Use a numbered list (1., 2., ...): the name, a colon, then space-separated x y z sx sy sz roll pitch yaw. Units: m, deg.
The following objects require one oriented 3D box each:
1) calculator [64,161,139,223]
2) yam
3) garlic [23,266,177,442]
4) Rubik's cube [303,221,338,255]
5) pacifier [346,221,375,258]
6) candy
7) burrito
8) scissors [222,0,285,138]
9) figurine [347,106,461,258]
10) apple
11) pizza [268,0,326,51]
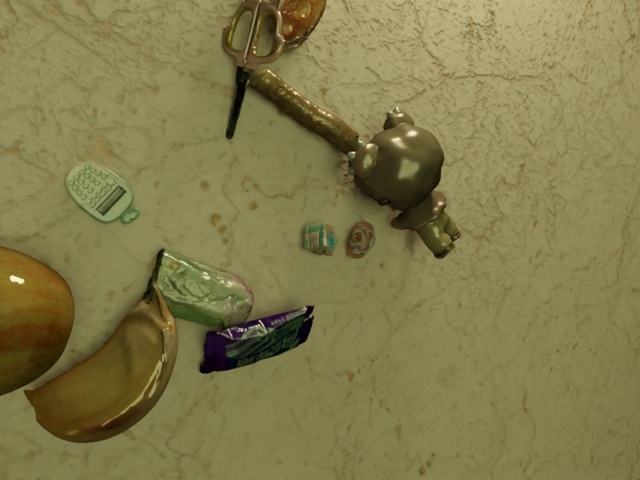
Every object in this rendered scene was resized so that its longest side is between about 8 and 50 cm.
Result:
1. calculator: -0.435 -0.091 0.916 0.153 0.021 0.095 43 74 -21
2. yam: -0.033 -0.306 1.088 0.299 0.066 0.066 29 79 -25
3. garlic: -0.371 0.242 0.871 0.338 0.151 0.196 -45 112 -8
4. Rubik's cube: 0.002 -0.002 1.114 0.073 0.084 0.075 22 78 -47
5. pacifier: 0.113 0.004 1.175 0.078 0.081 0.100 30 78 -53
6. candy: -0.138 0.224 1.037 0.274 0.070 0.145 -10 138 -26
7. burrito: -0.255 0.117 0.981 0.228 0.089 0.144 19 87 -23
8. scissors: -0.165 -0.380 1.005 0.024 0.160 0.318 -9 118 -68
9. figurine: 0.231 -0.128 1.151 0.248 0.203 0.381 -44 111 -22
10. apple: -0.553 0.132 0.751 0.233 0.256 0.257 11 86 -60
11. pizza: -0.054 -0.590 1.053 0.161 0.085 0.306 15 92 -38
